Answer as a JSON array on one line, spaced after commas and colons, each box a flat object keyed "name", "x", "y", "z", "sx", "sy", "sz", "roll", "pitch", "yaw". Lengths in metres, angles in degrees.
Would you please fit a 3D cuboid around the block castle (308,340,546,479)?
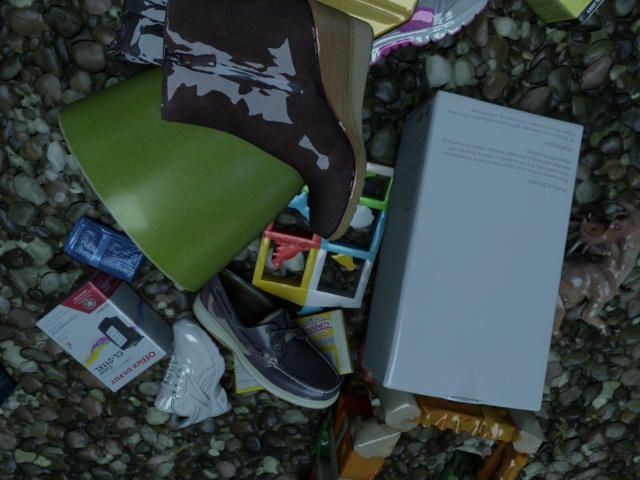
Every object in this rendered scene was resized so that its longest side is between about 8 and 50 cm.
[{"name": "block castle", "x": 0.144, "y": 0.397, "z": 0.876, "sx": 0.303, "sy": 0.213, "sz": 0.453, "roll": 15, "pitch": 112, "yaw": -12}]

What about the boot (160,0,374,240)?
[{"name": "boot", "x": -0.057, "y": -0.119, "z": 0.506, "sx": 0.206, "sy": 0.090, "sz": 0.248, "roll": -1, "pitch": 108, "yaw": -19}]

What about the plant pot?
[{"name": "plant pot", "x": -0.115, "y": -0.129, "z": 0.634, "sx": 0.293, "sy": 0.275, "sz": 0.275, "roll": -34, "pitch": 110, "yaw": -4}]

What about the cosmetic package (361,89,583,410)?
[{"name": "cosmetic package", "x": 0.202, "y": 0.017, "z": 0.683, "sx": 0.217, "sy": 0.156, "sz": 0.385, "roll": 13, "pitch": 87, "yaw": -7}]

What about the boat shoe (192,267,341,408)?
[{"name": "boat shoe", "x": -0.083, "y": 0.146, "z": 0.766, "sx": 0.285, "sy": 0.103, "sz": 0.092, "roll": 36, "pitch": 124, "yaw": 20}]

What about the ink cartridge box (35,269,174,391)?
[{"name": "ink cartridge box", "x": -0.353, "y": 0.149, "z": 0.824, "sx": 0.127, "sy": 0.072, "sz": 0.175, "roll": -37, "pitch": 108, "yaw": 10}]

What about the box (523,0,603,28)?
[{"name": "box", "x": 0.266, "y": -0.380, "z": 0.641, "sx": 0.232, "sy": 0.087, "sz": 0.058, "roll": 36, "pitch": 103, "yaw": -14}]

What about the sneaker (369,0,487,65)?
[{"name": "sneaker", "x": 0.105, "y": -0.311, "z": 0.650, "sx": 0.252, "sy": 0.103, "sz": 0.111, "roll": -20, "pitch": 113, "yaw": 4}]

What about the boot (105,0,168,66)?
[{"name": "boot", "x": -0.231, "y": -0.344, "z": 0.627, "sx": 0.263, "sy": 0.091, "sz": 0.229, "roll": 22, "pitch": 108, "yaw": -13}]

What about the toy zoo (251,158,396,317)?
[{"name": "toy zoo", "x": 0.000, "y": 0.000, "z": 0.805, "sx": 0.192, "sy": 0.030, "sz": 0.293, "roll": 13, "pitch": 110, "yaw": -7}]

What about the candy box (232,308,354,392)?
[{"name": "candy box", "x": -0.052, "y": 0.190, "z": 0.832, "sx": 0.205, "sy": 0.027, "sz": 0.105, "roll": -14, "pitch": 68, "yaw": 13}]

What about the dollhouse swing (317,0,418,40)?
[{"name": "dollhouse swing", "x": -0.044, "y": -0.382, "z": 0.432, "sx": 0.305, "sy": 0.315, "sz": 0.347, "roll": 28, "pitch": 110, "yaw": 16}]

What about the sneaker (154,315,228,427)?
[{"name": "sneaker", "x": -0.223, "y": 0.233, "z": 0.816, "sx": 0.115, "sy": 0.090, "sz": 0.232, "roll": -27, "pitch": 128, "yaw": -34}]

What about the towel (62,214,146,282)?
[{"name": "towel", "x": -0.343, "y": 0.016, "z": 0.785, "sx": 0.119, "sy": 0.029, "sz": 0.067, "roll": 28, "pitch": 84, "yaw": -13}]

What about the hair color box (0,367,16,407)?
[{"name": "hair color box", "x": -0.697, "y": 0.173, "z": 0.799, "sx": 0.174, "sy": 0.105, "sz": 0.347, "roll": -24, "pitch": 111, "yaw": 6}]

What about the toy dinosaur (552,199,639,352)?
[{"name": "toy dinosaur", "x": 0.399, "y": 0.056, "z": 0.804, "sx": 0.295, "sy": 0.127, "sz": 0.200, "roll": -25, "pitch": 103, "yaw": 20}]
